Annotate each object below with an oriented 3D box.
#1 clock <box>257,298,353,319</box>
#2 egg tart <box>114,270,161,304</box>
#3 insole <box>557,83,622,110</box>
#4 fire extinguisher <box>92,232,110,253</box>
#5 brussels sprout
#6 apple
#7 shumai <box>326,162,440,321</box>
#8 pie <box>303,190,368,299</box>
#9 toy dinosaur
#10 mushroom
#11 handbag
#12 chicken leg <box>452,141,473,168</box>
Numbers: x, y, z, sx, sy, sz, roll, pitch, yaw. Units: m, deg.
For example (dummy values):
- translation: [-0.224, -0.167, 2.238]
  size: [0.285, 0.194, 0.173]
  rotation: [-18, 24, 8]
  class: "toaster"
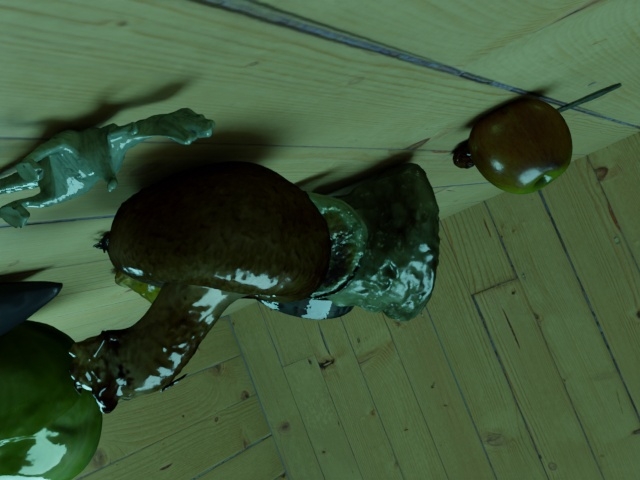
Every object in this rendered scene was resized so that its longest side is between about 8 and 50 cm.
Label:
- translation: [-0.050, 0.090, 1.748]
  size: [0.319, 0.319, 0.066]
  rotation: [-14, 127, -48]
  class: "clock"
- translation: [-0.290, 0.076, 1.517]
  size: [0.319, 0.128, 0.319]
  rotation: [-19, 172, -3]
  class: "egg tart"
- translation: [0.622, -0.331, 1.644]
  size: [0.194, 0.006, 0.065]
  rotation: [-22, 174, 9]
  class: "insole"
- translation: [-0.351, 0.006, 1.196]
  size: [0.049, 0.035, 0.173]
  rotation: [16, 178, 8]
  class: "fire extinguisher"
- translation: [-0.648, 0.321, 1.424]
  size: [0.425, 0.342, 0.361]
  rotation: [36, 114, -30]
  class: "brussels sprout"
- translation: [0.408, -0.187, 1.404]
  size: [0.196, 0.195, 0.196]
  rotation: [-21, 173, -3]
  class: "apple"
- translation: [0.080, 0.010, 1.554]
  size: [0.324, 0.324, 0.397]
  rotation: [-2, 150, -11]
  class: "shumai"
- translation: [-0.020, 0.006, 1.375]
  size: [0.241, 0.240, 0.054]
  rotation: [-23, -165, 13]
  class: "pie"
- translation: [-0.291, -0.055, 0.677]
  size: [0.383, 0.076, 0.129]
  rotation: [-15, -166, 8]
  class: "toy dinosaur"
- translation: [-0.155, 0.055, 0.954]
  size: [0.334, 0.356, 0.331]
  rotation: [10, 151, -8]
  class: "mushroom"
- translation: [-0.598, 0.132, 1.167]
  size: [0.211, 0.088, 0.254]
  rotation: [-31, 169, 27]
  class: "handbag"
- translation: [0.361, -0.204, 1.661]
  size: [0.090, 0.048, 0.219]
  rotation: [-19, 173, 4]
  class: "chicken leg"
